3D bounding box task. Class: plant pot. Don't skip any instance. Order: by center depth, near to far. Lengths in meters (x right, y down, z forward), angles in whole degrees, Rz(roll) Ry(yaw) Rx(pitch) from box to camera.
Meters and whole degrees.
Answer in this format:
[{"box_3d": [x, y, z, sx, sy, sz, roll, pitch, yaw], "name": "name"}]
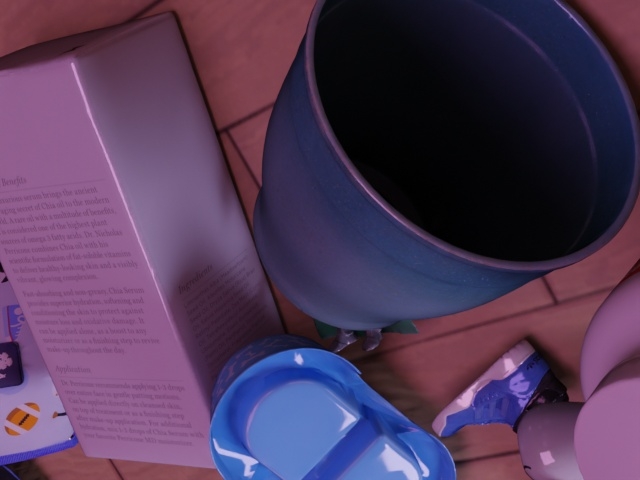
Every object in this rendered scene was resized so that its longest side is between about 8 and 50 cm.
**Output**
[{"box_3d": [0.071, -0.051, 0.839, 0.271, 0.272, 0.255, 46, 146, 3], "name": "plant pot"}]

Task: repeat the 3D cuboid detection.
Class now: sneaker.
[{"box_3d": [0.178, 0.170, 1.011, 0.084, 0.058, 0.152, 49, 126, 12], "name": "sneaker"}]

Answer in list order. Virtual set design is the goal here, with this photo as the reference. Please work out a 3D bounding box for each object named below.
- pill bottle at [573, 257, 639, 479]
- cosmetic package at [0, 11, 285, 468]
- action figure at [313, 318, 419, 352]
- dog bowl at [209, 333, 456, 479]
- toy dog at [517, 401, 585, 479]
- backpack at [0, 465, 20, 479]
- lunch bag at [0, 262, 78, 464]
[{"box_3d": [0.292, 0.059, 0.686, 0.182, 0.323, 0.181, 21, 127, 30], "name": "pill bottle"}, {"box_3d": [-0.209, 0.010, 1.113, 0.230, 0.161, 0.453, -3, 114, 35], "name": "cosmetic package"}, {"box_3d": [0.000, 0.000, 1.037, 0.137, 0.063, 0.232, -12, 105, 41], "name": "action figure"}, {"box_3d": [0.008, 0.209, 1.054, 0.166, 0.074, 0.297, -46, 116, 2], "name": "dog bowl"}, {"box_3d": [0.331, 0.211, 0.808, 0.334, 0.160, 0.220, -14, 144, 39], "name": "toy dog"}, {"box_3d": [-0.572, 0.410, 1.574, 0.276, 0.213, 0.263, 49, 142, -3], "name": "backpack"}, {"box_3d": [-0.499, 0.109, 1.331, 0.386, 0.239, 0.327, 7, 120, 13], "name": "lunch bag"}]
